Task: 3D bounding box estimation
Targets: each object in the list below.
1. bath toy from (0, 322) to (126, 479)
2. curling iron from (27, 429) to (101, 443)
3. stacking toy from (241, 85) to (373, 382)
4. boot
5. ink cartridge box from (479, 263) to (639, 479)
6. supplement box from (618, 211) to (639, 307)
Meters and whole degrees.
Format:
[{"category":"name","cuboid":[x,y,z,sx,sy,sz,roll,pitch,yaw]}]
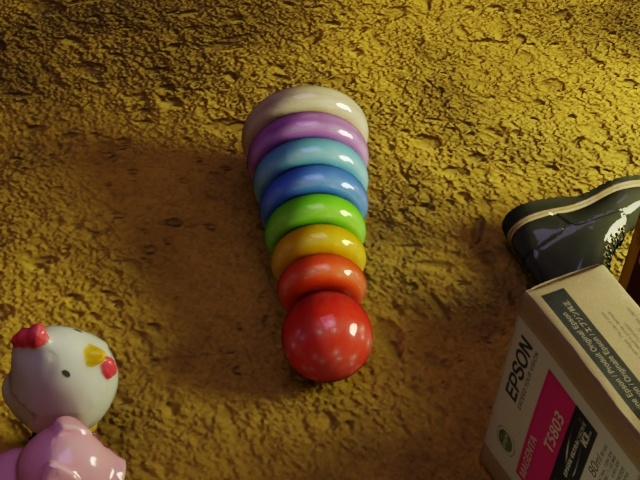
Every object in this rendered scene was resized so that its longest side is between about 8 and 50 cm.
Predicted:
[{"category":"bath toy","cuboid":[-0.225,0.211,1.084,0.151,0.129,0.348,-3,52,5]},{"category":"curling iron","cuboid":[-0.189,0.256,1.149,0.068,0.035,0.274,-26,53,-11]},{"category":"stacking toy","cuboid":[0.000,0.000,1.365,0.141,0.141,0.330,-3,51,-7]},{"category":"boot","cuboid":[0.309,0.012,1.416,0.198,0.077,0.137,-16,52,-2]},{"category":"ink cartridge box","cuboid":[0.234,0.172,1.124,0.088,0.234,0.193,-18,48,-22]},{"category":"supplement box","cuboid":[0.387,0.071,1.269,0.129,0.191,0.194,-7,45,-12]}]
